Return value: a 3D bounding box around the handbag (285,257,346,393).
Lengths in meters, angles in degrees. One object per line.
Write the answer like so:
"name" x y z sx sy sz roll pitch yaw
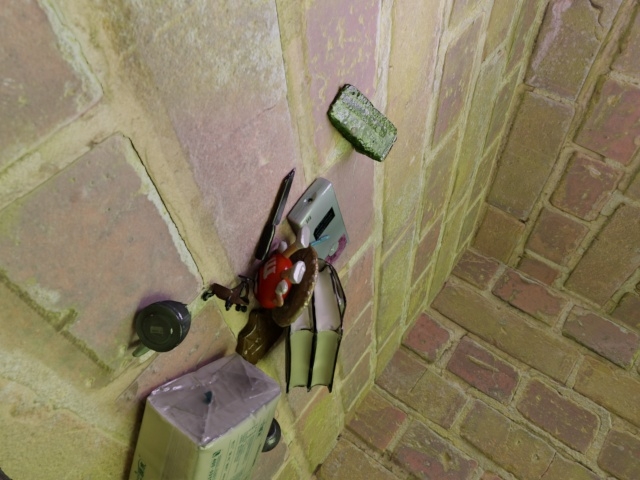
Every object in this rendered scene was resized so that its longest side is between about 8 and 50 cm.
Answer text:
"handbag" -0.021 0.251 1.396 0.358 0.160 0.236 96 -10 -48

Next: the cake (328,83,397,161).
"cake" 0.084 -0.296 1.225 0.235 0.099 0.100 29 92 -46

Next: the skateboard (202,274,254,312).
"skateboard" -0.194 0.115 1.112 0.151 0.067 0.080 38 72 -72

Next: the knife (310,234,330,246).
"knife" 0.000 0.000 1.297 0.091 0.005 0.014 -24 140 -54

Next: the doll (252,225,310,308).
"doll" -0.099 0.077 1.164 0.217 0.085 0.183 -46 -151 45

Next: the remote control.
"remote control" 0.005 -0.025 1.348 0.145 0.050 0.344 -53 156 -16

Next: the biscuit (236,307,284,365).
"biscuit" -0.159 0.251 1.355 0.182 0.034 0.215 -49 154 -26

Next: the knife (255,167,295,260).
"knife" -0.098 -0.060 1.144 0.230 0.028 0.060 -70 167 14

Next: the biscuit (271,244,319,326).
"biscuit" -0.064 0.107 1.214 0.033 0.220 0.219 23 98 -23

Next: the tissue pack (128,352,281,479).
"tissue pack" -0.278 0.496 1.179 0.297 0.207 0.380 -16 130 -56

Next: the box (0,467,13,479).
"box" -0.525 0.395 0.758 0.084 0.060 0.063 -59 165 -5

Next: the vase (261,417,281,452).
"vase" -0.200 0.658 1.658 0.120 0.120 0.182 -40 163 -39

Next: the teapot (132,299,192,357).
"teapot" -0.298 0.157 0.936 0.091 0.124 0.092 -34 106 -73
